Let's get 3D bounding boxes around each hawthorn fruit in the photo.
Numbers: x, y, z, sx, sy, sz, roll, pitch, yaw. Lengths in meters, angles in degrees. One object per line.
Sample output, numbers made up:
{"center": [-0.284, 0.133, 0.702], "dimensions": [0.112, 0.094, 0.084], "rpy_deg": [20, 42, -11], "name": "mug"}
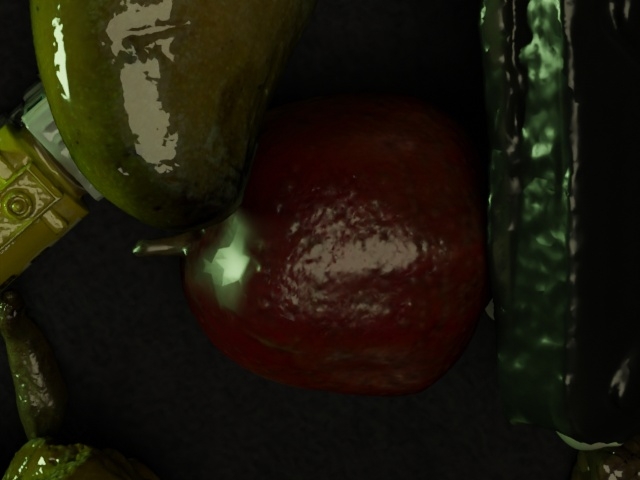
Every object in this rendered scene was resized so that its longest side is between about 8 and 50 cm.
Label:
{"center": [0.000, 0.000, 1.062], "dimensions": [0.250, 0.215, 0.215], "rpy_deg": [4, 106, -8], "name": "hawthorn fruit"}

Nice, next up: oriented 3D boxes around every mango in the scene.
{"center": [-0.090, -0.175, 0.982], "dimensions": [0.176, 0.175, 0.329], "rpy_deg": [17, 83, 11], "name": "mango"}

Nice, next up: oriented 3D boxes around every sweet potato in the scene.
{"center": [-0.205, 0.092, 1.135], "dimensions": [0.038, 0.041, 0.153], "rpy_deg": [-21, 123, -20], "name": "sweet potato"}

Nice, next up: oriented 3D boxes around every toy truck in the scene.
{"center": [-0.204, -0.031, 1.063], "dimensions": [0.227, 0.114, 0.098], "rpy_deg": [-41, 108, 4], "name": "toy truck"}

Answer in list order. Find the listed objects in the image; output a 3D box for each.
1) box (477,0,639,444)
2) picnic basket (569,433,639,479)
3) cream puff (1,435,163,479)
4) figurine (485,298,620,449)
{"center": [0.251, -0.063, 1.057], "dimensions": [0.359, 0.091, 0.350], "rpy_deg": [-21, 117, -37], "name": "box"}
{"center": [0.240, 0.246, 1.246], "dimensions": [0.110, 0.055, 0.193], "rpy_deg": [6, 107, -10], "name": "picnic basket"}
{"center": [-0.192, 0.257, 1.107], "dimensions": [0.244, 0.196, 0.244], "rpy_deg": [-3, 109, -9], "name": "cream puff"}
{"center": [0.189, 0.077, 1.173], "dimensions": [0.098, 0.081, 0.146], "rpy_deg": [-18, 112, 36], "name": "figurine"}
